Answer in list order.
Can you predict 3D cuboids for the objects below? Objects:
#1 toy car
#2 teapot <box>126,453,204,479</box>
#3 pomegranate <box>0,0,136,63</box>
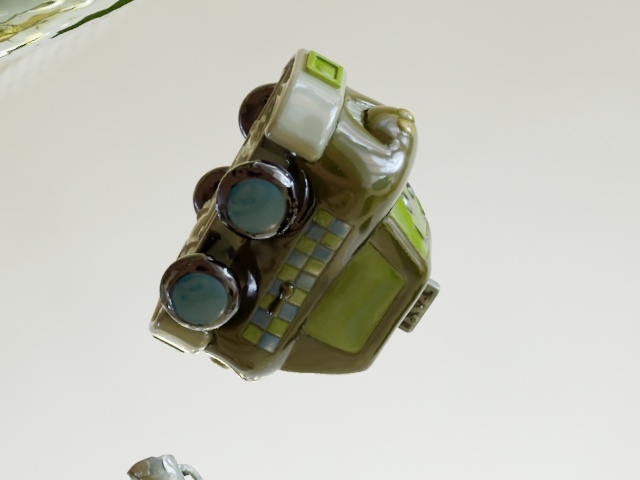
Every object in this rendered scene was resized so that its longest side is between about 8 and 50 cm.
[{"bbox_3d":[0.000,0.000,1.180,0.198,0.204,0.248,28,-67,-8],"label":"toy car"},{"bbox_3d":[-0.132,0.230,1.400,0.083,0.067,0.057,54,-41,19],"label":"teapot"},{"bbox_3d":[-0.121,-0.142,0.462,0.310,0.216,0.358,-23,-142,9],"label":"pomegranate"}]
